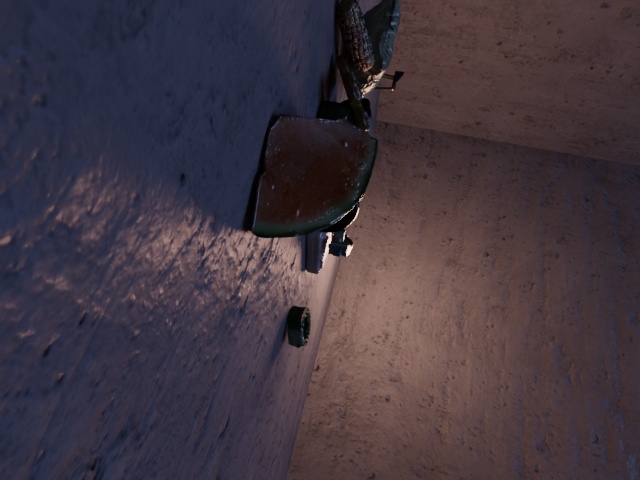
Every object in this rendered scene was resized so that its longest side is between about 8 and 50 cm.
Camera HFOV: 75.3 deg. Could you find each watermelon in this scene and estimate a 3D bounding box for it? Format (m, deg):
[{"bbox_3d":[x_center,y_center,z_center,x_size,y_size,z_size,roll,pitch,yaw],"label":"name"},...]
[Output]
[{"bbox_3d":[0.004,-0.138,0.915,0.319,0.222,0.292,-1,98,-83],"label":"watermelon"}]

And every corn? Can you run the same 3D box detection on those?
[{"bbox_3d":[0.106,-0.625,1.266,0.253,0.086,0.086,47,54,-62],"label":"corn"}]

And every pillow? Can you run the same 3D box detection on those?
[{"bbox_3d":[0.188,-0.691,1.491,0.283,0.138,0.309,-178,-81,-74],"label":"pillow"}]

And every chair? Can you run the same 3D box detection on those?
[{"bbox_3d":[0.266,-0.735,1.902,0.104,0.222,0.095,-67,163,-53],"label":"chair"}]

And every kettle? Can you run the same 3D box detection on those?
[{"bbox_3d":[0.103,-0.388,1.552,0.221,0.161,0.236,-43,160,-17],"label":"kettle"}]

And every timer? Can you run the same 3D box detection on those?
[{"bbox_3d":[0.000,0.000,1.632,0.253,0.078,0.178,94,12,-50],"label":"timer"}]

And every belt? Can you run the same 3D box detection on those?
[{"bbox_3d":[-0.087,0.316,1.526,0.121,0.079,0.151,38,53,-71],"label":"belt"}]

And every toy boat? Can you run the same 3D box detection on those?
[{"bbox_3d":[0.086,0.000,1.636,0.215,0.088,0.102,-32,133,-77],"label":"toy boat"}]

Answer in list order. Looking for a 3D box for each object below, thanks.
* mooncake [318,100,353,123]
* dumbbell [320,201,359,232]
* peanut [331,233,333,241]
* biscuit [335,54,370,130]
[{"bbox_3d":[0.041,-0.345,1.296,0.175,0.104,0.168,-56,163,-62],"label":"mooncake"},{"bbox_3d":[0.046,-0.153,1.333,0.388,0.185,0.185,-59,160,-66],"label":"dumbbell"},{"bbox_3d":[0.037,-0.012,1.921,0.174,0.080,0.080,99,7,-49],"label":"peanut"},{"bbox_3d":[0.100,-0.485,1.315,0.301,0.049,0.196,-97,166,-48],"label":"biscuit"}]
